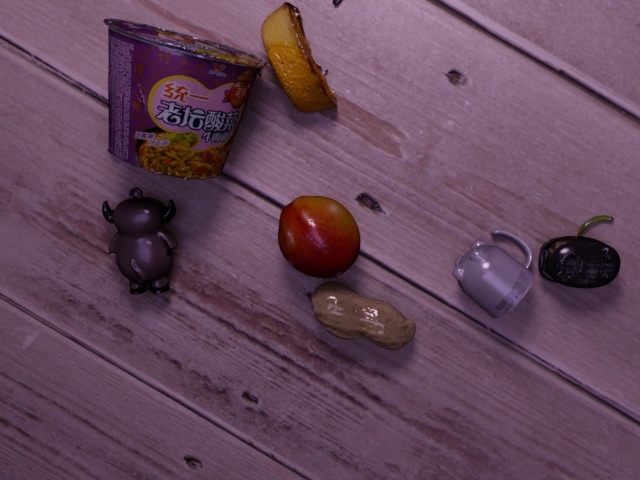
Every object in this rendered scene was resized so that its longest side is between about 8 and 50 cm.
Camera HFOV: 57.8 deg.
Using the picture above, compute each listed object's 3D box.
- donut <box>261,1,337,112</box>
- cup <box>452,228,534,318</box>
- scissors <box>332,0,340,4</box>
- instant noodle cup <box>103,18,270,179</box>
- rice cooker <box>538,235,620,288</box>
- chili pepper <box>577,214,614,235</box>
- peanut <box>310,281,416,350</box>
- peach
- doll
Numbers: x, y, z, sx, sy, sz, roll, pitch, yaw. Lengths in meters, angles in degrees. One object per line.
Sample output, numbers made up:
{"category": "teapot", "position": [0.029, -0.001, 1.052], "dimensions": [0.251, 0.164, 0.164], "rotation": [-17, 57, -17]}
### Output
{"category": "donut", "position": [-0.056, -0.399, 1.259], "dimensions": [0.101, 0.152, 0.258], "rotation": [-21, 96, 12]}
{"category": "cup", "position": [0.390, 0.064, 1.296], "dimensions": [0.142, 0.134, 0.173], "rotation": [41, 102, 1]}
{"category": "scissors", "position": [0.086, -0.621, 1.276], "dimensions": [0.088, 0.017, 0.220], "rotation": [31, 102, 0]}
{"category": "instant noodle cup", "position": [-0.299, -0.292, 1.232], "dimensions": [0.340, 0.340, 0.265], "rotation": [16, 109, 3]}
{"category": "rice cooker", "position": [0.573, 0.048, 1.289], "dimensions": [0.166, 0.106, 0.112], "rotation": [-1, 103, -4]}
{"category": "chili pepper", "position": [0.621, -0.038, 1.312], "dimensions": [0.083, 0.017, 0.030], "rotation": [-20, 98, 8]}
{"category": "peanut", "position": [0.095, 0.185, 1.360], "dimensions": [0.257, 0.123, 0.123], "rotation": [24, 101, -2]}
{"category": "peach", "position": [0.000, 0.000, 1.302], "dimensions": [0.198, 0.197, 0.197], "rotation": [1, 99, 6]}
{"category": "doll", "position": [-0.420, 0.000, 1.381], "dimensions": [0.182, 0.117, 0.257], "rotation": [-3, 99, 5]}
